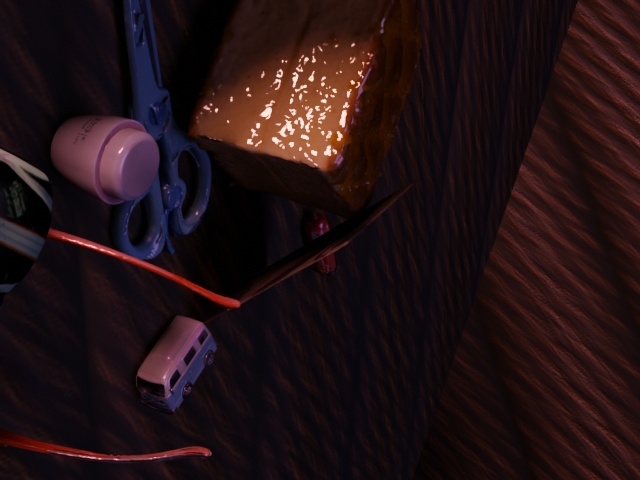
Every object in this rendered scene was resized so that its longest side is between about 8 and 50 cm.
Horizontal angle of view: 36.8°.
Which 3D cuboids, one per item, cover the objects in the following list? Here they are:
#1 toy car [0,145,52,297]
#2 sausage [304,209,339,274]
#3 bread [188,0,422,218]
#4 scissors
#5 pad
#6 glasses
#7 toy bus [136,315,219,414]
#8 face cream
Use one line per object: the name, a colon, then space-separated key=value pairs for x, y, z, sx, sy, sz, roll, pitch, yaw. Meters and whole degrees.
toy car: x=-0.321 y=-0.041 z=0.751 sx=0.306 sy=0.125 sz=0.136 roll=36 pitch=75 yaw=-51
sausage: x=0.000 y=0.000 z=1.635 sx=0.048 sy=0.050 sz=0.145 roll=-20 pitch=140 yaw=-8
bread: x=-0.005 y=-0.197 z=1.231 sx=0.279 sy=0.207 sz=0.279 roll=53 pitch=56 yaw=-72
scissors: x=-0.192 y=-0.141 z=1.121 sx=0.180 sy=0.032 sz=0.393 roll=-47 pitch=147 yaw=-45
pad: x=-0.027 y=0.023 z=1.348 sx=0.004 sy=0.330 sz=0.220 roll=56 pitch=39 yaw=-5
glasses: x=-0.230 y=0.112 z=0.946 sx=0.118 sy=0.268 sz=0.234 roll=-49 pitch=152 yaw=-79
toy bus: x=-0.197 y=0.165 z=1.303 sx=0.123 sy=0.060 sz=0.075 roll=-58 pitch=149 yaw=-33
face cream: x=-0.225 y=-0.088 z=1.007 sx=0.091 sy=0.095 sz=0.091 roll=-47 pitch=148 yaw=-44
